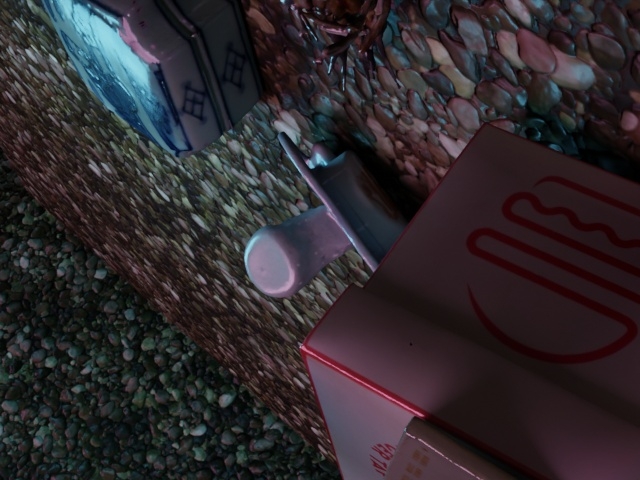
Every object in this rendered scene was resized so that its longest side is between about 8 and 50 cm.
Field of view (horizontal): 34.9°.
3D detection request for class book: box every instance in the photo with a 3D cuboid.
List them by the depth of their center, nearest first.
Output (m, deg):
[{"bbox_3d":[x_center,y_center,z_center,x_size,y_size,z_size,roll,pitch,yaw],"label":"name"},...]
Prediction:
[{"bbox_3d":[0.183,0.251,0.801,0.296,0.020,0.208,30,155,12],"label":"book"}]

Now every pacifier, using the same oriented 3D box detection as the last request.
[{"bbox_3d":[0.000,0.000,1.310,0.279,0.207,0.227,54,-179,8],"label":"pacifier"}]

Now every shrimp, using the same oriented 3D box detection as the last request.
[{"bbox_3d":[0.018,-0.244,0.941,0.343,0.117,0.145,69,175,-54],"label":"shrimp"}]

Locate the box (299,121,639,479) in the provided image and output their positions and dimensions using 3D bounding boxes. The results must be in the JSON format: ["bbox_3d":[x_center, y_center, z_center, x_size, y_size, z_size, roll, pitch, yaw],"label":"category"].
[{"bbox_3d":[0.206,0.130,0.941,0.312,0.300,0.314,26,153,25],"label":"box"}]

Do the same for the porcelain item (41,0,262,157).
[{"bbox_3d":[-0.229,-0.266,1.357,0.286,0.157,0.281,35,157,28],"label":"porcelain item"}]
